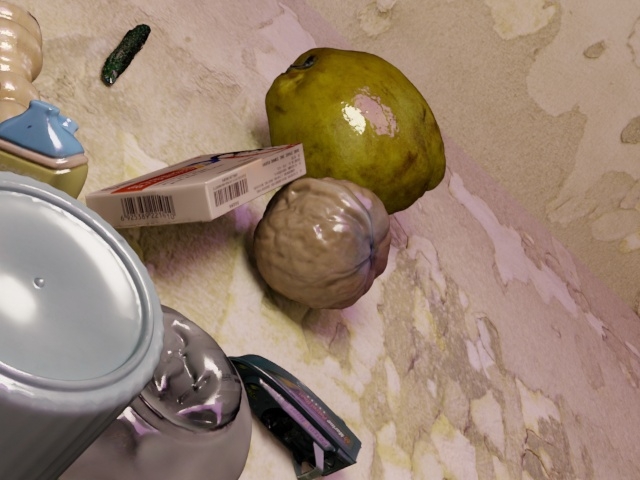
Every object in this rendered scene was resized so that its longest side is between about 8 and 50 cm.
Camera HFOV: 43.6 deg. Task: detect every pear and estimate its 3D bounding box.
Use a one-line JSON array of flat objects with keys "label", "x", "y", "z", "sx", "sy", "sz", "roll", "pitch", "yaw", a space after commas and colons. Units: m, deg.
[{"label": "pear", "x": 0.069, "y": -0.220, "z": 1.725, "sx": 0.413, "sy": 0.352, "sz": 0.352, "roll": 40, "pitch": 27, "yaw": -8}]

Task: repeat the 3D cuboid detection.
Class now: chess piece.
[{"label": "chess piece", "x": -0.462, "y": -0.215, "z": 1.160, "sx": 0.143, "sy": 0.143, "sz": 0.260, "roll": 16, "pitch": 44, "yaw": -46}]

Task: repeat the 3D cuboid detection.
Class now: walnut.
[{"label": "walnut", "x": 0.001, "y": 0.002, "z": 1.428, "sx": 0.248, "sy": 0.248, "sz": 0.248, "roll": 35, "pitch": 29, "yaw": -23}]

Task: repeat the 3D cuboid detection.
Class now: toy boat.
[{"label": "toy boat", "x": -0.047, "y": 0.254, "z": 1.168, "sx": 0.246, "sy": 0.093, "sz": 0.103, "roll": 45, "pitch": 48, "yaw": -4}]

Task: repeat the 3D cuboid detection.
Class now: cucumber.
[{"label": "cucumber", "x": -0.384, "y": -0.370, "z": 1.574, "sx": 0.044, "sy": 0.043, "sz": 0.256, "roll": 33, "pitch": 30, "yaw": -16}]

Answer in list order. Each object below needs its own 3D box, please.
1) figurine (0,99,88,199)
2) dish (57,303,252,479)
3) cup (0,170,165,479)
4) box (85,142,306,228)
[{"label": "figurine", "x": -0.344, "y": -0.041, "z": 0.957, "sx": 0.154, "sy": 0.262, "sz": 0.180, "roll": 15, "pitch": 13, "yaw": -24}, {"label": "dish", "x": -0.199, "y": 0.184, "z": 1.003, "sx": 0.324, "sy": 0.124, "sz": 0.324, "roll": 35, "pitch": 29, "yaw": -23}, {"label": "cup", "x": -0.340, "y": 0.117, "z": 0.677, "sx": 0.331, "sy": 0.311, "sz": 0.256, "roll": 10, "pitch": 44, "yaw": -50}, {"label": "box", "x": -0.187, "y": -0.093, "z": 1.304, "sx": 0.353, "sy": 0.214, "sz": 0.069, "roll": -33, "pitch": 116, "yaw": -64}]
